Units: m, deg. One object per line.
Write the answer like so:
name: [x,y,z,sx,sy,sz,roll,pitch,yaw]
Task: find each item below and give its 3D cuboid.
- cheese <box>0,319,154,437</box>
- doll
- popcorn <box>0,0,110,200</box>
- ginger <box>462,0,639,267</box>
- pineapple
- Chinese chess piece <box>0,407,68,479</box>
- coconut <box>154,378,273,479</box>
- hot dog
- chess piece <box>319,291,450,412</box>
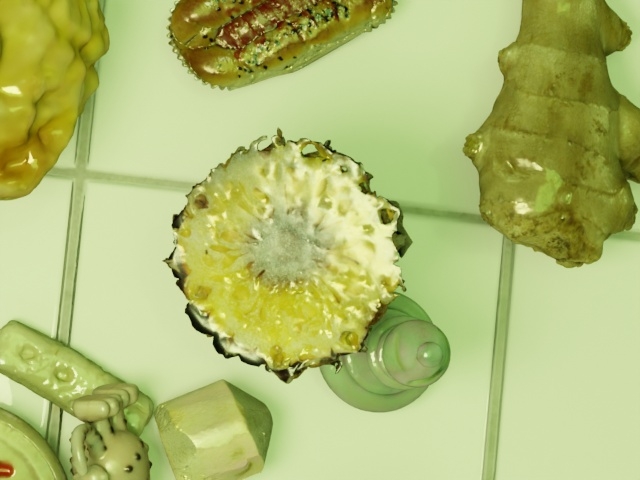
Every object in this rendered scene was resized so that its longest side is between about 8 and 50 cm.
cheese: [-0.273,0.154,1.912,0.194,0.043,0.065,30,75,-7]
doll: [-0.209,0.293,1.848,0.119,0.154,0.278,-5,107,20]
popcorn: [-0.388,-0.195,1.752,0.349,0.349,0.382,9,49,-10]
ginger: [0.299,-0.159,1.976,0.236,0.166,0.376,18,90,0]
pineapple: [0.000,0.000,1.859,0.262,0.271,0.263,3,100,16]
Chinese chess piece: [-0.388,0.293,1.853,0.249,0.103,0.250,1,87,-13]
coconut: [-0.111,0.211,1.903,0.122,0.116,0.116,-21,91,-7]
hot dog: [-0.045,-0.261,1.959,0.268,0.075,0.144,-24,94,-8]
chess piece: [0.085,0.121,1.863,0.139,0.271,0.139,0,88,-11]
